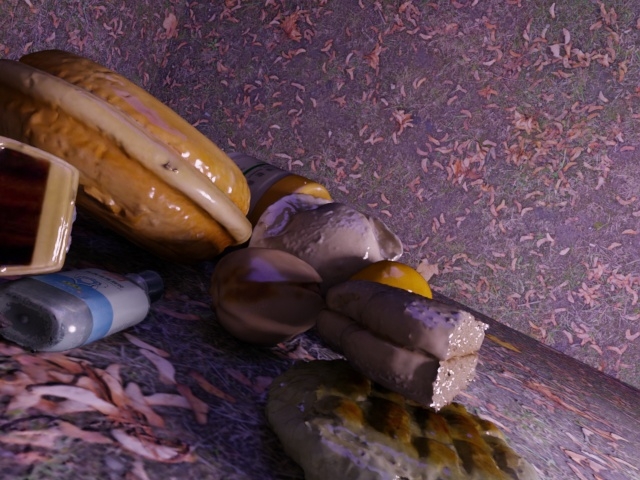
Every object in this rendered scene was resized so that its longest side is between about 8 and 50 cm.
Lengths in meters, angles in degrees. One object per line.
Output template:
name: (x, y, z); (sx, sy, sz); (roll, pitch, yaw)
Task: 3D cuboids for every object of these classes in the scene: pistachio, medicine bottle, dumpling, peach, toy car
pistachio: (-0.066, 0.075, 0.663); (0.144, 0.143, 0.215); (27, 8, 28)
medicine bottle: (-0.131, -0.051, 1.054); (0.232, 0.237, 0.238); (26, 5, 25)
medicine bottle: (-0.229, 0.061, 0.496); (0.090, 0.053, 0.208); (21, 6, 7)
dumpling: (0.004, -0.003, 0.865); (0.243, 0.175, 0.226); (13, 44, -52)
peach: (0.099, 0.117, 0.778); (0.179, 0.179, 0.103); (20, 16, -39)
toy car: (-0.275, -0.017, 0.398); (0.125, 0.101, 0.257); (11, -9, -32)

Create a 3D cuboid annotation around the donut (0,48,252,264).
donut: (-0.307, -0.116, 0.772); (0.449, 0.198, 0.449); (29, -12, 7)

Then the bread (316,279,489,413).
bread: (0.102, 0.112, 0.595); (0.183, 0.101, 0.337); (21, -2, 26)

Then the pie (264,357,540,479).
pie: (0.083, 0.197, 0.495); (0.307, 0.071, 0.306); (25, 4, -2)

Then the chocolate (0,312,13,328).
chocolate: (-0.285, 0.017, 0.205); (0.103, 0.065, 0.329); (10, -18, 9)
